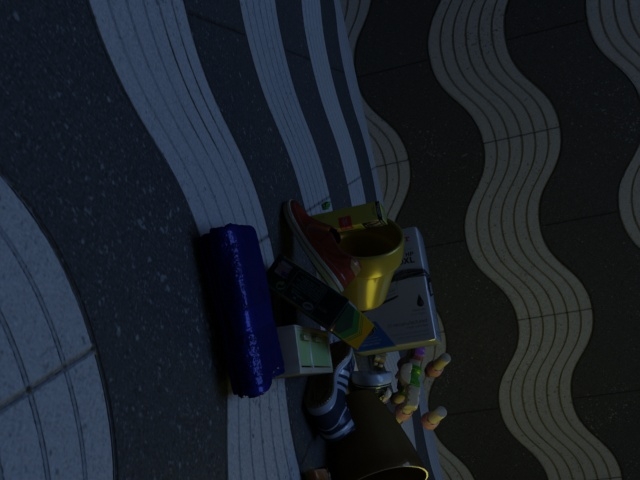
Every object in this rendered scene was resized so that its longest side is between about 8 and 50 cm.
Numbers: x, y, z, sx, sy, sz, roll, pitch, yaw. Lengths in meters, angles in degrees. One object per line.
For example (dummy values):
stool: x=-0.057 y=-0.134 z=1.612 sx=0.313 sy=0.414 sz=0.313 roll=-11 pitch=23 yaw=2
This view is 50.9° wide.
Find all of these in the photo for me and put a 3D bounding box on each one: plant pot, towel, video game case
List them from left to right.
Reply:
towel: x=-0.145 y=0.125 z=1.251 sx=0.227 sy=0.076 sz=0.308 roll=7 pitch=71 yaw=-84
video game case: x=0.061 y=0.335 z=2.025 sx=0.193 sy=0.023 sz=0.212 roll=-71 pitch=146 yaw=-65
plant pot: x=0.127 y=0.077 z=2.086 sx=0.254 sy=0.254 sz=0.238 roll=-82 pitch=173 yaw=-54
plant pot: x=0.130 y=0.533 z=1.772 sx=0.237 sy=0.237 sz=0.254 roll=63 pitch=8 yaw=-50

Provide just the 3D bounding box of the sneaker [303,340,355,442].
sneaker: x=0.039 y=0.387 z=1.715 sx=0.282 sy=0.099 sz=0.153 roll=-62 pitch=135 yaw=-59

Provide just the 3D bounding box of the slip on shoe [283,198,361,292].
slip on shoe: x=0.000 y=0.000 z=1.692 sx=0.331 sy=0.101 sz=0.123 roll=53 pitch=-4 yaw=44

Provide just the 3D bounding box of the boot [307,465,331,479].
boot: x=-0.004 y=0.576 z=1.457 sx=0.197 sy=0.073 sz=0.152 roll=75 pitch=8 yaw=-78

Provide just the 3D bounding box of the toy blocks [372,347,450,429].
toy blocks: x=0.306 y=0.557 z=2.565 sx=0.260 sy=0.309 sz=0.288 roll=117 pitch=-11 yaw=-54

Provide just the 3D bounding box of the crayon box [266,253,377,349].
crayon box: x=0.008 y=0.156 z=1.571 sx=0.081 sy=0.202 sz=0.318 roll=-55 pitch=156 yaw=-6

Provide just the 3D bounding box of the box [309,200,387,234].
box: x=0.068 y=-0.055 z=1.918 sx=0.087 sy=0.233 sz=0.058 roll=35 pitch=45 yaw=-73

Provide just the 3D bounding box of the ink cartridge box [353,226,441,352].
ink cartridge box: x=0.236 y=0.178 z=2.316 sx=0.166 sy=0.286 sz=0.394 roll=41 pitch=39 yaw=-69

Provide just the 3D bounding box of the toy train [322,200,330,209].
toy train: x=0.020 y=-0.116 z=2.245 sx=0.083 sy=0.017 sz=0.023 roll=-40 pitch=127 yaw=-75

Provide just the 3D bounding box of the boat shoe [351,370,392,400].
boat shoe: x=0.154 y=0.453 z=2.015 sx=0.335 sy=0.121 sz=0.119 roll=75 pitch=16 yaw=-76

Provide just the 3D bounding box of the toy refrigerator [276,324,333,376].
toy refrigerator: x=-0.046 y=0.249 z=1.490 sx=0.269 sy=0.094 sz=0.102 roll=35 pitch=46 yaw=-71
